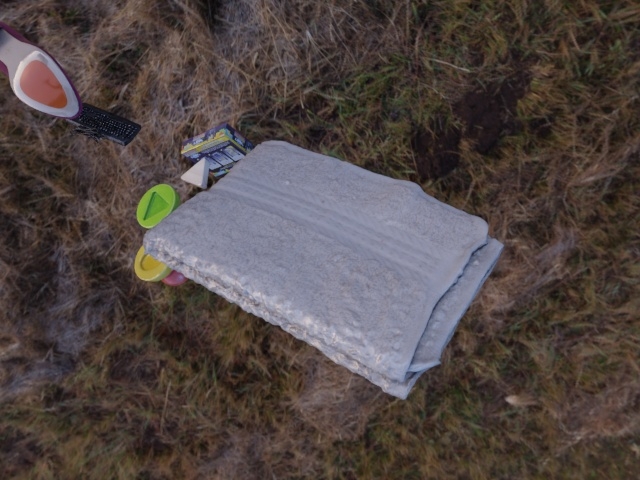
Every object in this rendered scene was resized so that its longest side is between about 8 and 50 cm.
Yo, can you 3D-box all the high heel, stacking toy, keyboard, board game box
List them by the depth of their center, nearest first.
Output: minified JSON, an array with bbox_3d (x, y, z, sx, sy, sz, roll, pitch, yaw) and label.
[{"bbox_3d":[-0.696,-0.417,1.218,0.377,0.181,0.127,44,93,3],"label":"high heel"},{"bbox_3d":[-0.563,-0.297,1.266,0.192,0.100,0.038,22,157,11],"label":"keyboard"},{"bbox_3d":[-0.343,-0.039,1.334,0.309,0.279,0.130,-29,147,13],"label":"stacking toy"},{"bbox_3d":[-0.284,-0.254,1.412,0.170,0.048,0.141,-13,149,30],"label":"board game box"}]

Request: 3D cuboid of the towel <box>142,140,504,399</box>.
[{"bbox_3d":[0.000,0.000,0.440,0.282,0.187,0.049,23,139,25],"label":"towel"}]
